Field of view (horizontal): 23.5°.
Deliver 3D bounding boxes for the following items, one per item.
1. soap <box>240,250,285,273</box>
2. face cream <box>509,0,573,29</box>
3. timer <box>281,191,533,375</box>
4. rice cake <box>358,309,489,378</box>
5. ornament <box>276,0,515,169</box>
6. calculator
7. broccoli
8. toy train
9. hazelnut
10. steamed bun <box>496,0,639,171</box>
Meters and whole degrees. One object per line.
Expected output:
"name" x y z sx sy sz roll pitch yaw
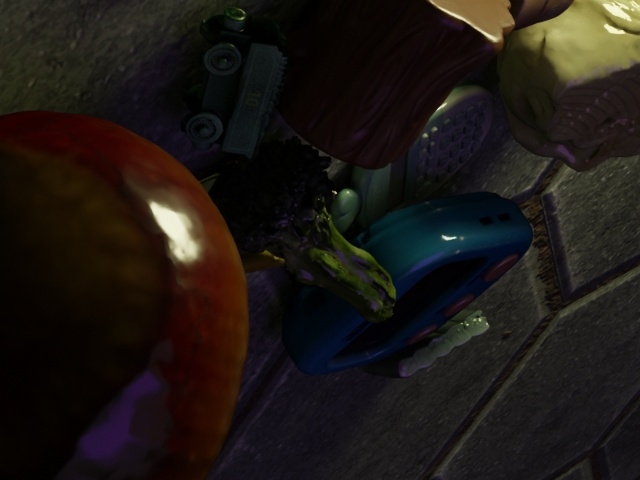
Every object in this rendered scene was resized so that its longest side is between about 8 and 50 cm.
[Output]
"soap" -0.107 0.024 1.872 0.168 0.089 0.033 -11 109 -56
"face cream" 0.210 -0.312 1.741 0.104 0.149 0.149 -21 145 -39
"timer" 0.116 0.056 2.119 0.309 0.115 0.340 -11 154 -49
"rice cake" 0.155 0.156 2.344 0.189 0.037 0.198 -31 -172 -21
"ornament" 0.063 -0.206 1.645 0.221 0.235 0.217 11 127 -39
"calculator" 0.118 -0.105 2.031 0.295 0.042 0.184 -34 152 -23
"broccoli" 0.000 0.006 1.837 0.165 0.145 0.304 -49 132 -2
"toy train" -0.088 -0.163 1.601 0.099 0.070 0.172 9 131 -13
"hazelnut" -0.236 0.095 1.423 0.402 0.402 0.429 27 68 -62
"steamed bun" 0.345 -0.235 1.991 0.289 0.203 0.276 -10 149 -26
